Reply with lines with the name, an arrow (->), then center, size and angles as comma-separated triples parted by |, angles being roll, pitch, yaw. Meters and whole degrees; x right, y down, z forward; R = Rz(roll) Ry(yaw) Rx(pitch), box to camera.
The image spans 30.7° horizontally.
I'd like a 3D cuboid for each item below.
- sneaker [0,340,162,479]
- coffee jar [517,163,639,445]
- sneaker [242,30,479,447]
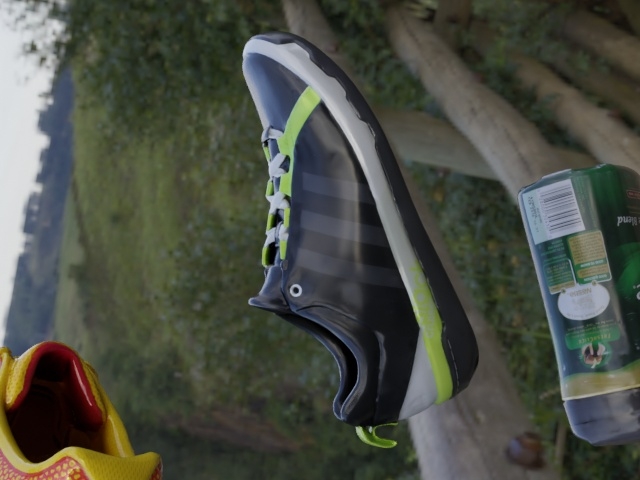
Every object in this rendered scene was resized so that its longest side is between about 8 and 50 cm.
sneaker -> -0.094, 0.058, 0.368 | 0.175, 0.064, 0.067 | 21, 96, 50
coffee jar -> 0.195, 0.045, 0.792 | 0.096, 0.079, 0.184 | 4, -107, -58
sneaker -> 0.000, 0.000, 0.630 | 0.234, 0.097, 0.084 | 63, 168, 2
